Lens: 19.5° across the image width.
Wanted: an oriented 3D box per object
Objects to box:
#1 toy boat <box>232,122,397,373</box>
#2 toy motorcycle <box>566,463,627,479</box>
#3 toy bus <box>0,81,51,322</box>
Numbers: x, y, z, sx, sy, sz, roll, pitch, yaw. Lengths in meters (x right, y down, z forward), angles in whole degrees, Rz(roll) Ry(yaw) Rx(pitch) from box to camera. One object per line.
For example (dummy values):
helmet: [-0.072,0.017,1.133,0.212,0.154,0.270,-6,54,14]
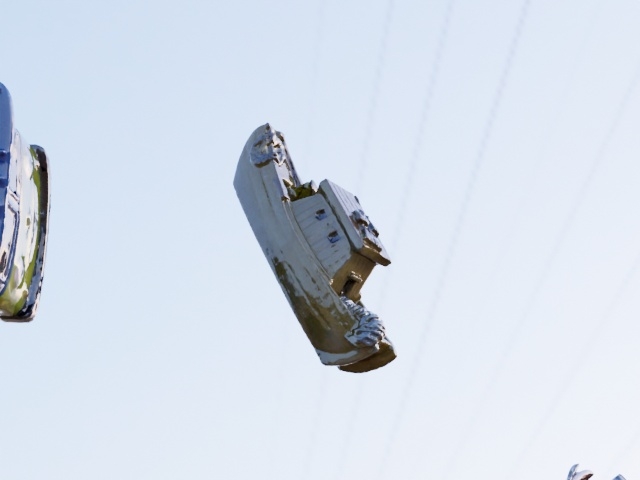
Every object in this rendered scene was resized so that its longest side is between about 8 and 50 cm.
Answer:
toy boat: [0.000,0.000,2.035,0.121,0.321,0.089,-37,-31,17]
toy motorcycle: [0.188,0.236,1.435,0.118,0.084,0.212,-43,-10,11]
toy bus: [-0.335,-0.025,1.240,0.287,0.138,0.175,2,-15,3]
